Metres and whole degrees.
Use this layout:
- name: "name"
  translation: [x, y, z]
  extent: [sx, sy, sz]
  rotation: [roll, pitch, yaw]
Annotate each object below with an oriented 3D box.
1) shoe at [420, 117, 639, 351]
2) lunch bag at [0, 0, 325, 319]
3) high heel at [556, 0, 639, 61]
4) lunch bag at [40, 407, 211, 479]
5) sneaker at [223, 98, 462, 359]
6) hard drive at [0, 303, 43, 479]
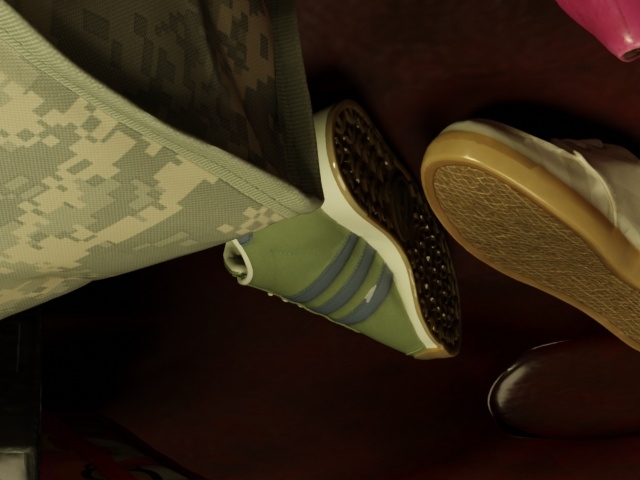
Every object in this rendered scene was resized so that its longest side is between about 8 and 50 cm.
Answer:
- name: "shoe"
  translation: [0.122, -0.008, 0.838]
  extent: [0.076, 0.058, 0.219]
  rotation: [-4, 153, 42]
- name: "lunch bag"
  translation: [-0.176, -0.082, 0.547]
  extent: [0.235, 0.169, 0.287]
  rotation: [-20, 151, 27]
- name: "high heel"
  translation: [0.163, -0.072, 0.660]
  extent: [0.082, 0.117, 0.244]
  rotation: [-24, 145, 29]
- name: "lunch bag"
  translation: [-0.156, 0.151, 0.876]
  extent: [0.258, 0.120, 0.293]
  rotation: [2, -176, -23]
- name: "sneaker"
  translation: [0.000, 0.000, 0.825]
  extent: [0.086, 0.064, 0.192]
  rotation: [-7, 151, 19]
- name: "hard drive"
  translation: [-0.282, 0.064, 0.738]
  extent: [0.339, 0.237, 0.064]
  rotation: [1, 108, -9]
